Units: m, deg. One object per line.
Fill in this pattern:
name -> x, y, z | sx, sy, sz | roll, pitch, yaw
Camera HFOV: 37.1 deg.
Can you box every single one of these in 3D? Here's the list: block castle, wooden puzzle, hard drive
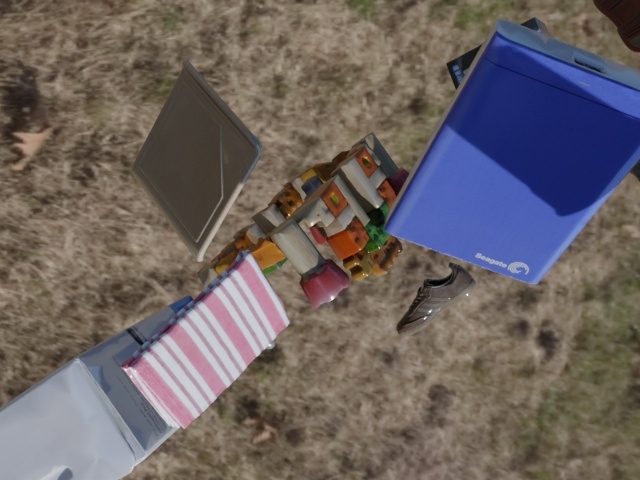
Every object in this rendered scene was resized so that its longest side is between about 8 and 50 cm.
block castle -> 0.000, 0.000, 1.898 | 0.213, 0.303, 0.453 | 54, 39, -11
wooden puzzle -> -0.190, -0.122, 1.468 | 0.044, 0.221, 0.238 | -5, 135, -45
hard drive -> 0.227, -0.085, 1.088 | 0.210, 0.318, 0.040 | 19, 48, -6

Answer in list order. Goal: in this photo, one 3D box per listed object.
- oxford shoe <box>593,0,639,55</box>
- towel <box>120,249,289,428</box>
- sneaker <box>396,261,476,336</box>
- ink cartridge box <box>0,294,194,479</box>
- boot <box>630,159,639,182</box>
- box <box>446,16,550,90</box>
oxford shoe -> 0.662, -0.476, 1.987 | 0.130, 0.123, 0.348 | 30, 41, -35
towel -> -0.128, 0.115, 1.103 | 0.197, 0.029, 0.144 | -44, 141, -18
sneaker -> 0.211, 0.111, 1.864 | 0.071, 0.188, 0.066 | 48, 19, -11
ink cartridge box -> -0.324, 0.254, 1.412 | 0.166, 0.285, 0.395 | 56, 16, 1
boot -> 0.614, -0.126, 1.776 | 0.223, 0.338, 0.118 | 39, 110, -6
box -> 0.461, -0.331, 2.250 | 0.076, 0.242, 0.307 | 4, 66, -57
